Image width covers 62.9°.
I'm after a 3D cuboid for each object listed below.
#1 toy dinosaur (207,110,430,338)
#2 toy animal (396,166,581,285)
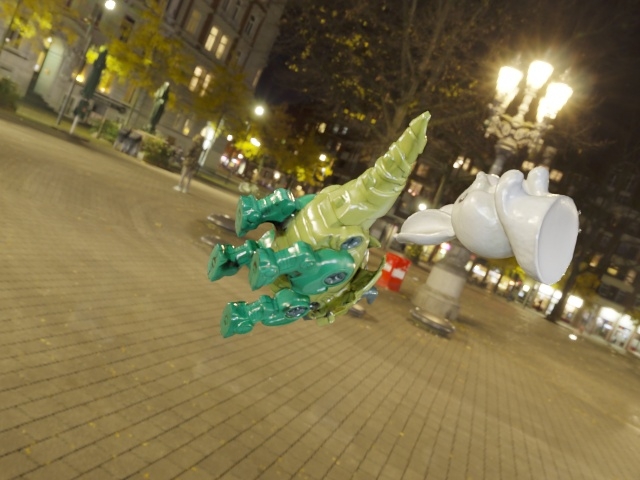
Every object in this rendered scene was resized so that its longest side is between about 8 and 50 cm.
[{"bbox_3d":[0.000,0.000,0.412,0.153,0.259,0.094,-7,57,-23],"label":"toy dinosaur"},{"bbox_3d":[0.186,-0.033,0.628,0.103,0.131,0.220,-29,26,-29],"label":"toy animal"}]
